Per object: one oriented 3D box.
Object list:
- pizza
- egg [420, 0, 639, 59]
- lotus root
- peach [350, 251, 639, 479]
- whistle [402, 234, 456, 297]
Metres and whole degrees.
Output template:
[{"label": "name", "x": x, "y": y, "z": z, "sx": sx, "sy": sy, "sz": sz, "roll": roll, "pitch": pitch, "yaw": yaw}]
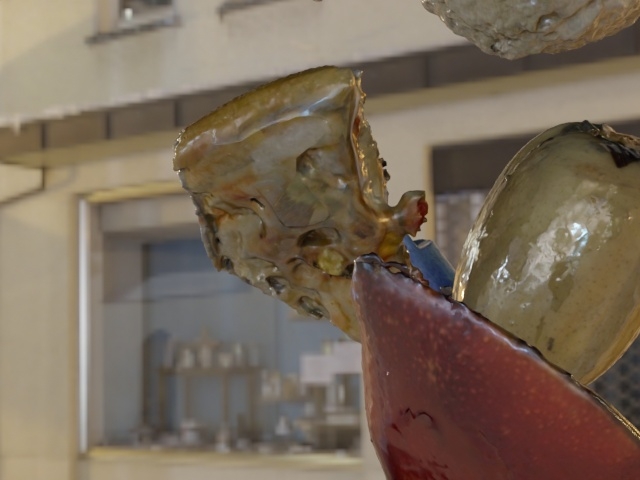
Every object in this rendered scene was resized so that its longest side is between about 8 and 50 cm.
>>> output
[{"label": "pizza", "x": 0.000, "y": 0.000, "z": 1.107, "sx": 0.189, "sy": 0.071, "sz": 0.297, "roll": -13, "pitch": -51, "yaw": 15}, {"label": "egg", "x": 0.225, "y": -0.338, "z": 1.520, "sx": 0.310, "sy": 0.279, "sz": 0.279, "roll": 34, "pitch": 7, "yaw": 18}, {"label": "lotus root", "x": 0.190, "y": 0.048, "z": 1.151, "sx": 0.182, "sy": 0.310, "sz": 0.183, "roll": 26, "pitch": 6, "yaw": -3}, {"label": "peach", "x": 0.094, "y": 0.116, "z": 0.698, "sx": 0.279, "sy": 0.068, "sz": 0.189, "roll": 44, "pitch": -26, "yaw": -25}, {"label": "whistle", "x": 0.160, "y": 0.092, "z": 1.527, "sx": 0.062, "sy": 0.304, "sz": 0.062, "roll": -23, "pitch": -36, "yaw": -18}]
